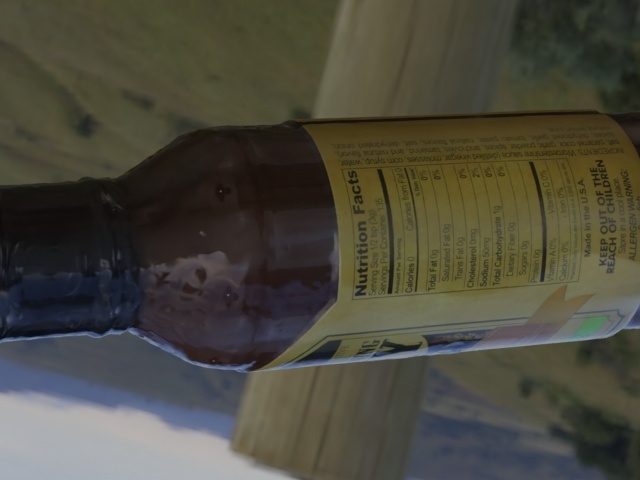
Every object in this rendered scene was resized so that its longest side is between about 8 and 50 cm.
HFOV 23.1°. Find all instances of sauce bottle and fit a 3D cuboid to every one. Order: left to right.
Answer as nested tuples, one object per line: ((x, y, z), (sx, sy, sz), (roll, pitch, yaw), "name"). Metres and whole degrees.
((0.000, 0.000, 0.686), (0.344, 0.111, 0.111), (-3, -178, -20), "sauce bottle")
